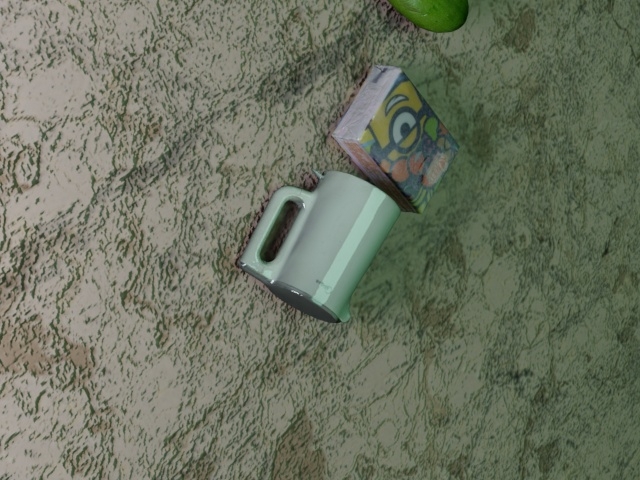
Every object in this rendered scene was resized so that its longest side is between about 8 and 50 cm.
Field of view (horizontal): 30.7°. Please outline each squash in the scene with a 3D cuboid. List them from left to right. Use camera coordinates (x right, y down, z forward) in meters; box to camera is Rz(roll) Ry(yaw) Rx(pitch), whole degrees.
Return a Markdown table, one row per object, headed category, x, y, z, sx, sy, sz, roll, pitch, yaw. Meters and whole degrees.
| category | x | y | z | sx | sy | sz | roll | pitch | yaw |
| --- | --- | --- | --- | --- | --- | --- | --- | --- | --- |
| squash | 0.075 | -0.330 | 1.294 | 0.292 | 0.082 | 0.082 | 45 | 67 | -36 |

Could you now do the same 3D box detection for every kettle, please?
| category | x | y | z | sx | sy | sz | roll | pitch | yaw |
| --- | --- | --- | --- | --- | --- | --- | --- | --- | --- |
| kettle | 0.005 | 0.002 | 1.274 | 0.127 | 0.098 | 0.148 | 43 | 71 | -44 |

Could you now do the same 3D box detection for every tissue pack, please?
| category | x | y | z | sx | sy | sz | roll | pitch | yaw |
| --- | --- | --- | --- | --- | --- | --- | --- | --- | --- |
| tissue pack | 0.089 | -0.116 | 1.356 | 0.148 | 0.060 | 0.108 | 46 | 67 | -39 |
